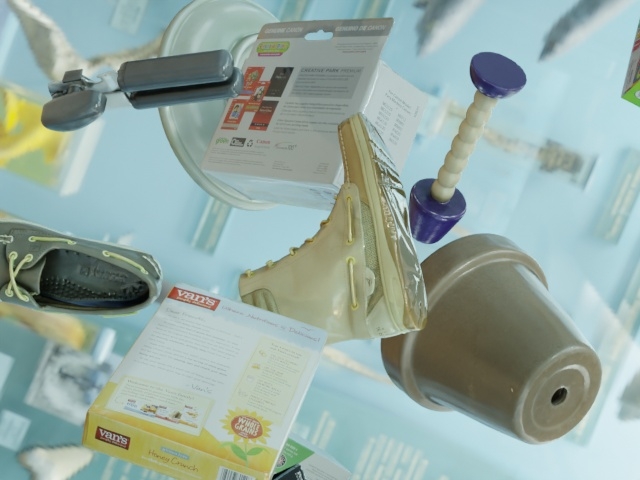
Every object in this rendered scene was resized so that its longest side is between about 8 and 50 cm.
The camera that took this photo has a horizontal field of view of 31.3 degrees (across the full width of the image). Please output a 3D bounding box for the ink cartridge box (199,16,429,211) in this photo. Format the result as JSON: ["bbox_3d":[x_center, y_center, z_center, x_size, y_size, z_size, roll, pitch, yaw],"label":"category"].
[{"bbox_3d":[-0.002,-0.194,1.763,0.130,0.309,0.271,31,76,-42],"label":"ink cartridge box"}]

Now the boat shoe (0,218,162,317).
[{"bbox_3d":[-0.357,0.039,1.479,0.091,0.305,0.109,-129,-133,-77],"label":"boat shoe"}]

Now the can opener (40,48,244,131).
[{"bbox_3d":[-0.247,-0.193,1.556,0.076,0.283,0.095,59,33,-53],"label":"can opener"}]

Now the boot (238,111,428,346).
[{"bbox_3d":[0.000,0.000,1.293,0.095,0.203,0.262,21,54,-62],"label":"boot"}]

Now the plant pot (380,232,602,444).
[{"bbox_3d":[0.251,0.153,1.537,0.229,0.263,0.263,38,-68,48],"label":"plant pot"}]

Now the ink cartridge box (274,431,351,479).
[{"bbox_3d":[-0.085,0.361,1.559,0.212,0.154,0.093,-58,-150,-3],"label":"ink cartridge box"}]

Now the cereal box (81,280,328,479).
[{"bbox_3d":[-0.102,0.138,1.100,0.240,0.173,0.047,-62,169,-60],"label":"cereal box"}]

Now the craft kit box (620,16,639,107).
[{"bbox_3d":[0.500,-0.327,1.486,0.246,0.061,0.250,-44,-157,60],"label":"craft kit box"}]

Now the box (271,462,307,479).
[{"bbox_3d":[-0.045,0.418,1.334,0.103,0.261,0.184,-26,174,24],"label":"box"}]

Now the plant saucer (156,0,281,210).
[{"bbox_3d":[-0.113,-0.257,2.048,0.100,0.400,0.400,-11,-137,41],"label":"plant saucer"}]

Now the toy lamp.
[{"bbox_3d":[0.174,-0.104,1.422,0.080,0.080,0.274,-64,178,-46],"label":"toy lamp"}]
